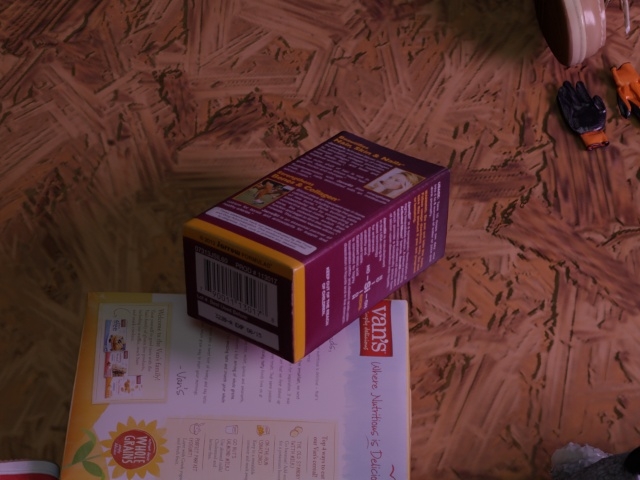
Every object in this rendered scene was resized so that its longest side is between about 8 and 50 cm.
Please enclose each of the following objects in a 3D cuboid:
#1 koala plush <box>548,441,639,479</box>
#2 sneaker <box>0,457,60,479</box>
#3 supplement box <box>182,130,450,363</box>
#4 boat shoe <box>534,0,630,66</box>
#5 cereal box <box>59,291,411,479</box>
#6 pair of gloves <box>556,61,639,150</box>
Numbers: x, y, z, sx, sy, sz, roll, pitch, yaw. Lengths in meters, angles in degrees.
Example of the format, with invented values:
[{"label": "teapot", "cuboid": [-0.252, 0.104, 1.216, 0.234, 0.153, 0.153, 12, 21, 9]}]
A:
[{"label": "koala plush", "cuboid": [0.246, 0.190, 0.962, 0.221, 0.203, 0.196, -5, 37, 14]}, {"label": "sneaker", "cuboid": [-0.236, 0.188, 1.033, 0.119, 0.042, 0.067, -6, 51, -7]}, {"label": "supplement box", "cuboid": [0.000, 0.000, 1.103, 0.104, 0.080, 0.188, 22, 37, 32]}, {"label": "boat shoe", "cuboid": [0.231, -0.270, 1.329, 0.089, 0.104, 0.285, -1, 53, 3]}, {"label": "cereal box", "cuboid": [-0.056, 0.119, 1.079, 0.240, 0.047, 0.173, 2, 52, 1]}, {"label": "pair of gloves", "cuboid": [0.243, -0.112, 1.272, 0.083, 0.010, 0.074, -18, 57, -9]}]
